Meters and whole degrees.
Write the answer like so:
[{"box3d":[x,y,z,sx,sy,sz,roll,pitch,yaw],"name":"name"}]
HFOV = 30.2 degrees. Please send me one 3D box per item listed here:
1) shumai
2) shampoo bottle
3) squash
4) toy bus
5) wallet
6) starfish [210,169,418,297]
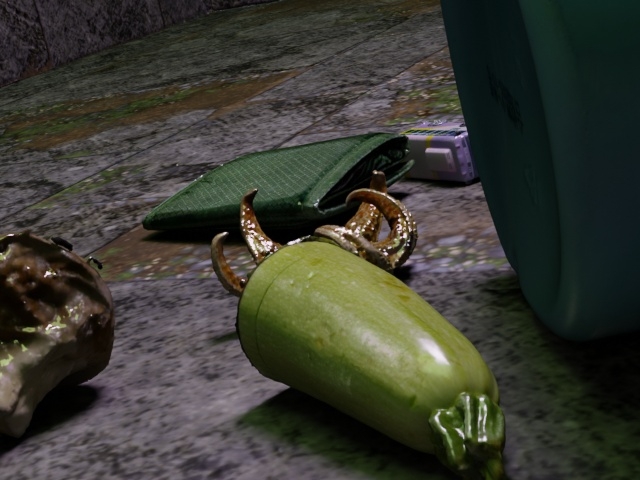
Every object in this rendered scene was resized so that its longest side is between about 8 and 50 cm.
[{"box3d":[-0.209,0.069,0.765,0.145,0.146,0.116,-5,36,23],"name":"shumai"},{"box3d":[0.263,-0.130,0.696,0.342,0.331,0.331,-14,16,1],"name":"shampoo bottle"},{"box3d":[0.036,0.074,0.644,0.094,0.094,0.224,-19,26,-22],"name":"squash"},{"box3d":[0.121,-0.086,1.139,0.058,0.052,0.102,-24,18,-29],"name":"toy bus"},{"box3d":[-0.043,-0.049,1.135,0.236,0.055,0.160,-5,20,43],"name":"wallet"},{"box3d":[0.000,-0.001,0.904,0.146,0.074,0.190,-4,18,22],"name":"starfish"}]
